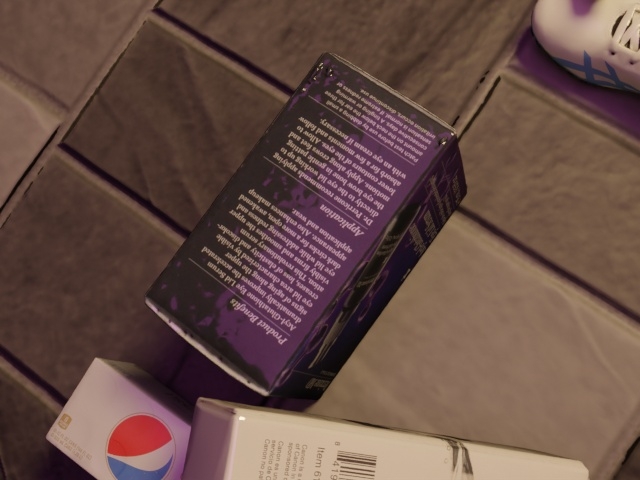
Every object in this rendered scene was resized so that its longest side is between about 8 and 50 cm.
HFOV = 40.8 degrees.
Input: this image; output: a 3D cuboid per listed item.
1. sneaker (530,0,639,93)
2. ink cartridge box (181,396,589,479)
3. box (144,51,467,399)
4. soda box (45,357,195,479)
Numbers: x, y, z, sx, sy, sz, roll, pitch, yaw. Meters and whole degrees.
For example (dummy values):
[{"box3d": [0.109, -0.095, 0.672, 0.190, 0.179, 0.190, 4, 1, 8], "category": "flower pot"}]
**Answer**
[{"box3d": [0.262, -0.132, 0.607, 0.237, 0.086, 0.085, 27, 87, 18], "category": "sneaker"}, {"box3d": [0.032, 0.201, 0.528, 0.237, 0.100, 0.172, 13, 80, -19], "category": "ink cartridge box"}, {"box3d": [0.000, 0.000, 0.605, 0.108, 0.153, 0.207, 35, 89, 16], "category": "box"}, {"box3d": [-0.092, 0.175, 0.634, 0.216, 0.069, 0.074, 32, 87, 17], "category": "soda box"}]
